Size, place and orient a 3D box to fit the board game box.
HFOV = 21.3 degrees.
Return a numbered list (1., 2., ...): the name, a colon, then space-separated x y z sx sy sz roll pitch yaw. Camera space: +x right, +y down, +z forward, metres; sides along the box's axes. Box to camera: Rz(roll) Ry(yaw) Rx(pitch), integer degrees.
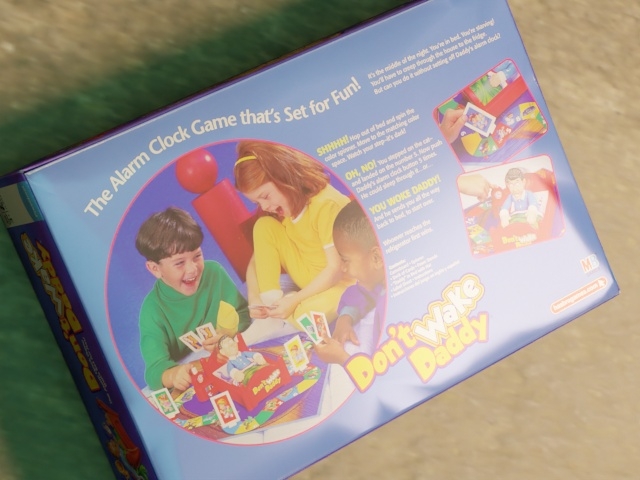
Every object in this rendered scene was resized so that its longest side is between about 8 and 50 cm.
1. board game box: 0.000 0.000 1.072 0.347 0.078 0.233 -26 98 -25
